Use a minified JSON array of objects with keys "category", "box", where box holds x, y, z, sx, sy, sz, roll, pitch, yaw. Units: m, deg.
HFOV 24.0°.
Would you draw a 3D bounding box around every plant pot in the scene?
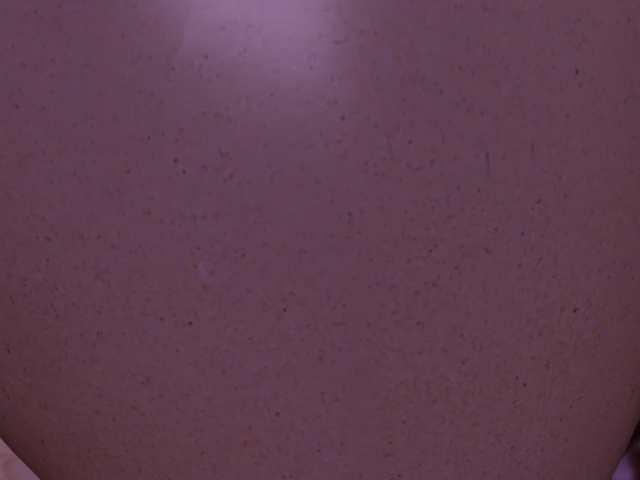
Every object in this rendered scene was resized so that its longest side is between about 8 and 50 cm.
[{"category":"plant pot","box":[0.000,0.000,0.462,0.284,0.284,0.191,-13,82,0]}]

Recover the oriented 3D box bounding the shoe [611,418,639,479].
[{"category":"shoe","box":[0.107,0.097,0.553,0.219,0.058,0.076,-5,81,1]}]
